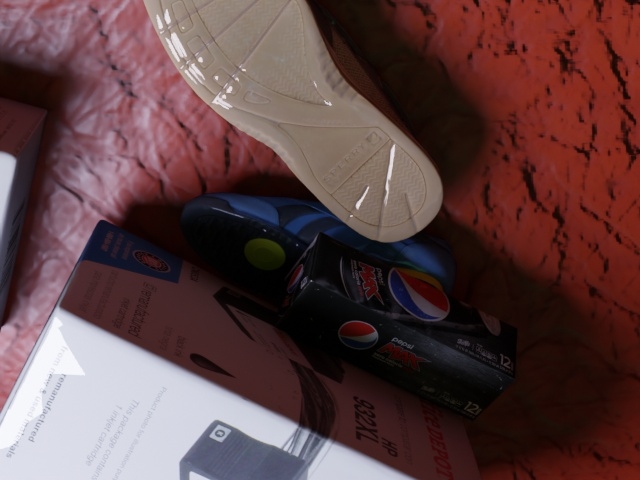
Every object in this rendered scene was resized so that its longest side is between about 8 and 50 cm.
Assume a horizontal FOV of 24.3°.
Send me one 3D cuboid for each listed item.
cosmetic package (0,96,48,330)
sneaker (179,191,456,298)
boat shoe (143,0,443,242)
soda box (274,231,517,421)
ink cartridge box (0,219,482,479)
[{"bbox_3d":[-0.398,-0.035,1.049,0.366,0.155,0.196,13,107,-6],"label":"cosmetic package"},{"bbox_3d":[0.000,0.000,1.111,0.209,0.082,0.069,17,135,-5],"label":"sneaker"},{"bbox_3d":[-0.022,-0.119,1.059,0.103,0.092,0.285,-42,105,11],"label":"boat shoe"},{"bbox_3d":[0.056,0.062,1.063,0.169,0.053,0.060,26,130,-14],"label":"soda box"},{"bbox_3d":[-0.053,0.130,1.027,0.307,0.223,0.129,27,102,-8],"label":"ink cartridge box"}]
